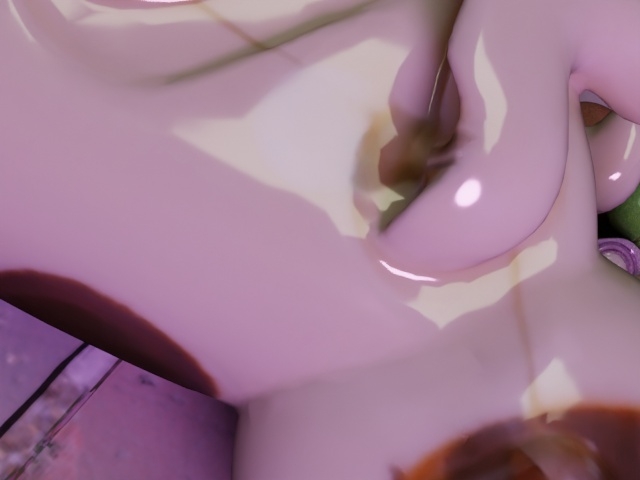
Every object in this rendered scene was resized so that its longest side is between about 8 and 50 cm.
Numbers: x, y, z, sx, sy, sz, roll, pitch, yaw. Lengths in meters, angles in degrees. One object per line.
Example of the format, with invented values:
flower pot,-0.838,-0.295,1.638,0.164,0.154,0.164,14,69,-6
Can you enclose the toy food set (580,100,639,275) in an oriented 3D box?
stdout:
toy food set,0.138,-0.009,0.736,0.128,0.071,0.218,-29,79,-29

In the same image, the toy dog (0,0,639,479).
toy dog,0.000,0.000,0.564,0.395,0.284,0.408,-34,83,-25
